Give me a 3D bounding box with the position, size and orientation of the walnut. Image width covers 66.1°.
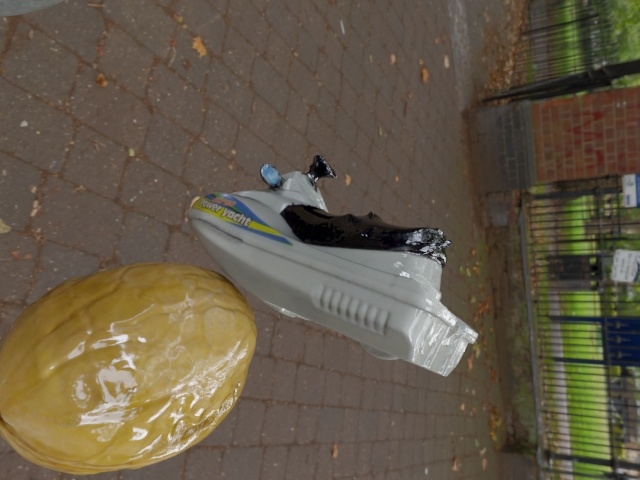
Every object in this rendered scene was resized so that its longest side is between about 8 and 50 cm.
[{"bbox_3d":[-0.142,0.093,0.389,0.207,0.159,0.159,-7,94,-49],"label":"walnut"}]

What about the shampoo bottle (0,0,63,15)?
[{"bbox_3d":[-0.274,-0.351,0.355,0.317,0.323,0.322,60,38,-55],"label":"shampoo bottle"}]

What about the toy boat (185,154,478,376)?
[{"bbox_3d":[0.001,0.007,0.410,0.141,0.269,0.140,-30,139,-31],"label":"toy boat"}]
